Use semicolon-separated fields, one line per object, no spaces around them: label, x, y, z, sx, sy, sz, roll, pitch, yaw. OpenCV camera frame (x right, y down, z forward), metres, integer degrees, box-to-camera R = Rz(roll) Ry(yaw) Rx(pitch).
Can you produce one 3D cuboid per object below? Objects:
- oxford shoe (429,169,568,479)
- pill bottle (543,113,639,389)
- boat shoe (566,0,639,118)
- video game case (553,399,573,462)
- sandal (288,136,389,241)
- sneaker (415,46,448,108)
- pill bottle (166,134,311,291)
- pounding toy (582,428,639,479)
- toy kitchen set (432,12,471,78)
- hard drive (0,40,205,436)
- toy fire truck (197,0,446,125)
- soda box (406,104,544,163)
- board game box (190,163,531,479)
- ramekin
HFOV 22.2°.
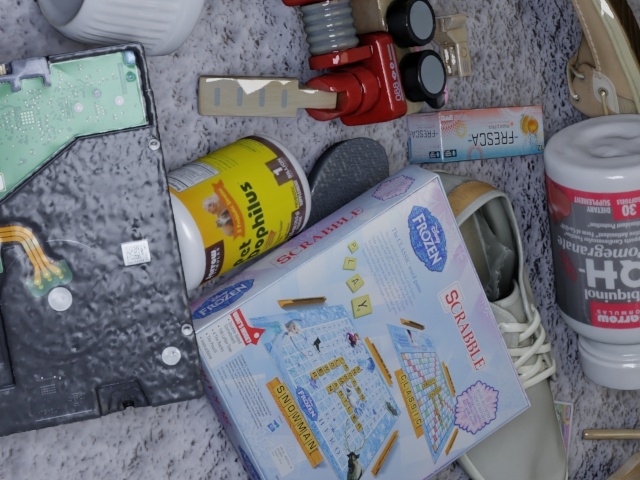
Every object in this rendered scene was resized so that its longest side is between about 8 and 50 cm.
oxford shoe;0.208;0.128;1.930;0.169;0.130;0.449;-30;109;-36
pill bottle;0.377;0.019;2.029;0.176;0.176;0.318;-32;124;-36
boat shoe;0.365;-0.196;2.070;0.121;0.110;0.341;-74;142;-57
video game case;0.274;0.243;2.065;0.122;0.011;0.087;12;82;-40
sandal;-0.001;0.000;1.811;0.097;0.054;0.254;25;83;-31
sneaker;0.101;-0.194;1.902;0.057;0.047;0.119;-47;111;-23
pill bottle;-0.120;-0.021;1.657;0.215;0.117;0.117;-29;108;-37
pounding toy;0.388;0.344;2.126;0.269;0.155;0.154;-35;140;-26
toy kitchen set;0.147;-0.228;1.922;0.083;0.068;0.075;-13;98;-40
hard drive;-0.250;0.000;1.508;0.237;0.064;0.339;-11;99;-7
toy fire truck;-0.008;-0.220;1.756;0.246;0.158;0.217;-24;106;-49
soda box;0.189;-0.128;1.964;0.183;0.058;0.063;-7;94;-40
board game box;0.041;0.133;1.750;0.318;0.066;0.319;-32;118;-17
ramekin;-0.195;-0.279;1.545;0.109;0.207;0.207;-1;90;-31
